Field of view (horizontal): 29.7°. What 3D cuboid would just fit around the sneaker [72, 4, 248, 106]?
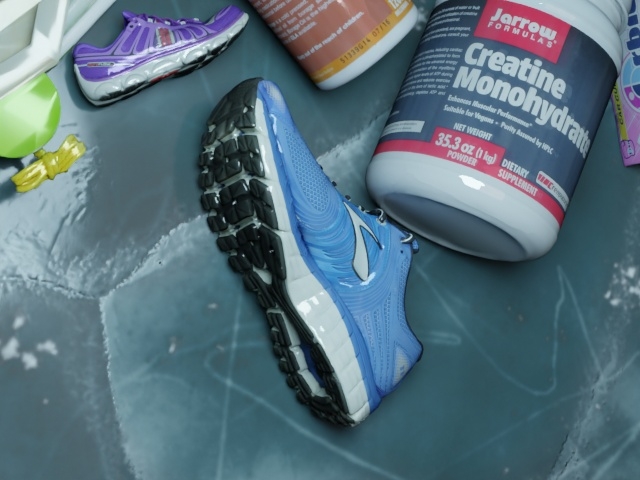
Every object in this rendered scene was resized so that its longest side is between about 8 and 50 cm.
[{"bbox_3d":[-0.143,-0.182,1.088,0.169,0.068,0.071,-25,92,-22],"label":"sneaker"}]

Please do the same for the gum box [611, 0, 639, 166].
[{"bbox_3d":[0.360,-0.180,1.280,0.062,0.107,0.189,-13,93,-23],"label":"gum box"}]

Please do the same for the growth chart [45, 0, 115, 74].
[{"bbox_3d":[-0.280,-0.267,1.056,0.172,0.021,0.237,-46,105,-19],"label":"growth chart"}]

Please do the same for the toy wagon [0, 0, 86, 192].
[{"bbox_3d":[-0.319,-0.193,0.994,0.267,0.068,0.344,-35,102,-9],"label":"toy wagon"}]

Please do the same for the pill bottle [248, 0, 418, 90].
[{"bbox_3d":[-0.017,-0.255,1.114,0.121,0.121,0.216,-45,105,-19],"label":"pill bottle"}]

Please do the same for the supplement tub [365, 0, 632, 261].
[{"bbox_3d":[0.173,-0.133,1.152,0.191,0.191,0.272,27,78,-20],"label":"supplement tub"}]

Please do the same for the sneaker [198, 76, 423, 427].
[{"bbox_3d":[0.000,0.000,1.122,0.147,0.129,0.330,-31,107,-30],"label":"sneaker"}]
